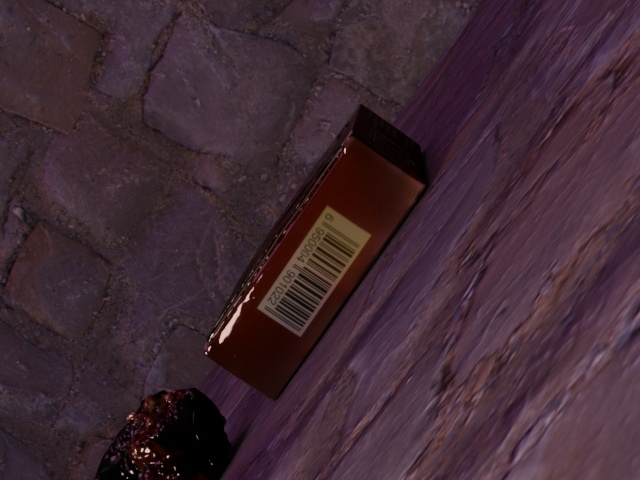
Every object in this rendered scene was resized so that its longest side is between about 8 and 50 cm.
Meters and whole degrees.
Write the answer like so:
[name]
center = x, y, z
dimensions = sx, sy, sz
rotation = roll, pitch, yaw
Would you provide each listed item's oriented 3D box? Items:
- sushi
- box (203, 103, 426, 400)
[sushi]
center = -0.193, 0.274, 1.722
dimensions = 0.150, 0.153, 0.172
rotation = -31, -5, 35
[box]
center = 0.000, 0.000, 1.800
dimensions = 0.345, 0.122, 0.385
rotation = -55, 3, 11
